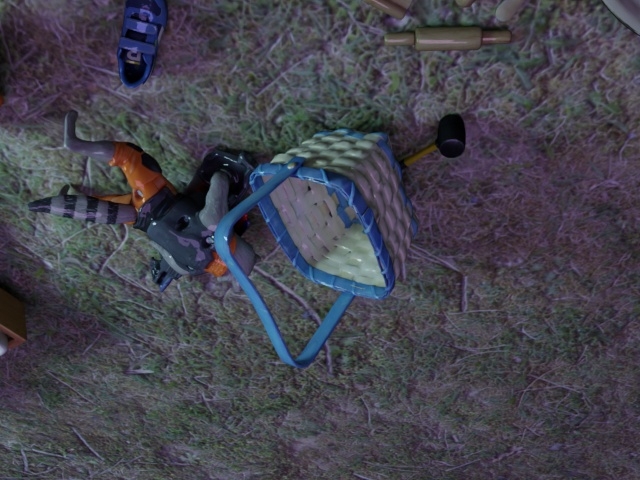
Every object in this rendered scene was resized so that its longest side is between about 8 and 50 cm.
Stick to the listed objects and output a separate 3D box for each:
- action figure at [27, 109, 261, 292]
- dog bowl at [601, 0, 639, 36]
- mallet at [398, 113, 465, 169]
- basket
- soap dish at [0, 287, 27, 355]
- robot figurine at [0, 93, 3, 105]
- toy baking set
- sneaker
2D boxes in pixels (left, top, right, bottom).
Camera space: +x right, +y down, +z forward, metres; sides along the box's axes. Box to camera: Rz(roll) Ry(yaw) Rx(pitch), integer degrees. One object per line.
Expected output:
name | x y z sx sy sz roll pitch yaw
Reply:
action figure | -0.256 -0.009 0.981 0.330 0.178 0.341 25 128 -9
dog bowl | 0.432 -0.393 0.598 0.409 0.150 0.407 2 134 2
mallet | 0.135 -0.126 0.950 0.039 0.062 0.190 38 139 -28
basket | 0.000 0.000 0.882 0.201 0.289 0.254 7 134 36
soap dish | -0.708 0.116 1.146 0.229 0.118 0.291 -23 129 26
robot figurine | -0.521 -0.196 0.836 0.220 0.158 0.128 -27 106 26
toy baking set | 0.181 -0.316 0.762 0.257 0.030 0.196 3 134 -1
sneaker | -0.229 -0.258 0.813 0.053 0.059 0.144 13 132 -7
